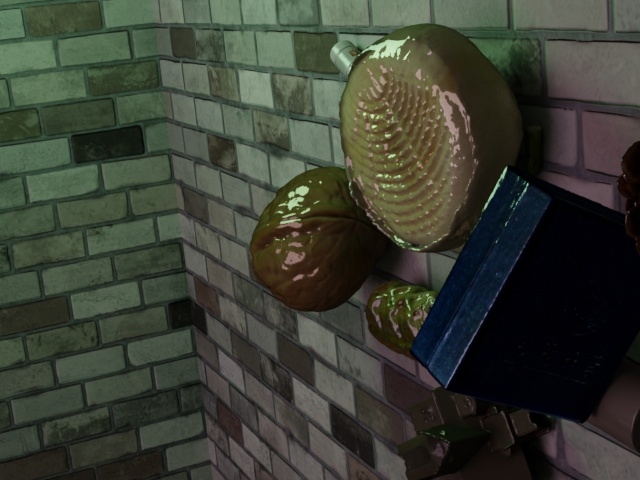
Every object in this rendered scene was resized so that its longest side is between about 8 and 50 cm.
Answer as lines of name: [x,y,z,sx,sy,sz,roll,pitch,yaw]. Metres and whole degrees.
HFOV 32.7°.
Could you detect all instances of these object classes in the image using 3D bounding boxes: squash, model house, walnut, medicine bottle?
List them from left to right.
walnut: [-0.002,-0.001,2.203,0.252,0.277,0.313,42,149,-8]
medicine bottle: [0.062,-0.350,2.147,0.089,0.057,0.057,-126,33,-44]
model house: [0.274,0.332,1.834,0.243,0.204,0.211,-36,66,47]
squash: [0.326,-0.133,1.671,0.027,0.027,0.083,-142,44,-57]

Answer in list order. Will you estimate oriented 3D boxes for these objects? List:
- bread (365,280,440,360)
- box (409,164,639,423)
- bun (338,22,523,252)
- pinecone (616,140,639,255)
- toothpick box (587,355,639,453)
bread: [0.179,0.155,2.026,0.268,0.130,0.152,15,123,65]
box: [0.296,0.080,1.419,0.279,0.261,0.116,-63,35,14]
bun: [0.193,-0.169,1.744,0.364,0.202,0.364,33,130,51]
pinecone: [0.446,-0.058,1.230,0.208,0.208,0.207,168,90,-67]
toothpick box: [0.414,0.216,1.524,0.181,0.111,0.111,33,130,58]
